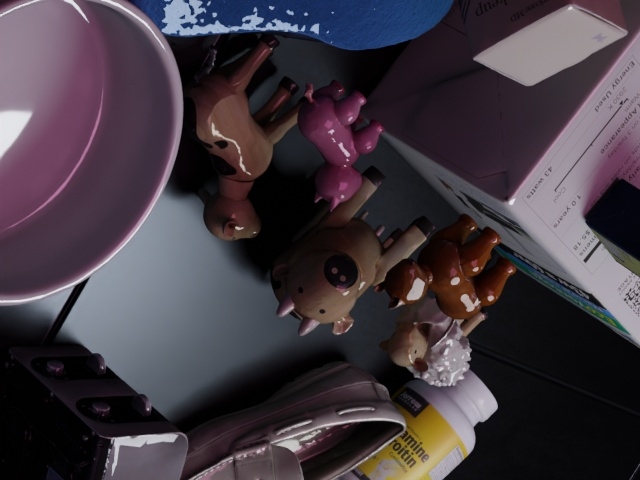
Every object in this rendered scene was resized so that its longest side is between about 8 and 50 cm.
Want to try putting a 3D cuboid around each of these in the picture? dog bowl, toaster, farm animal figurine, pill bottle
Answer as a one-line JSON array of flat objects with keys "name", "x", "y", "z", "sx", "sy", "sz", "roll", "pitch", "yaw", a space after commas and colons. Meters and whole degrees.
[{"name": "dog bowl", "x": -0.243, "y": -0.088, "z": 1.524, "sx": 0.265, "sy": 0.104, "sz": 0.265, "roll": -23, "pitch": 128, "yaw": -33}, {"name": "toaster", "x": -0.218, "y": 0.205, "z": 1.755, "sx": 0.110, "sy": 0.168, "sz": 0.186, "roll": -4, "pitch": 118, "yaw": -41}, {"name": "farm animal figurine", "x": 0.000, "y": 0.000, "z": 1.786, "sx": 0.172, "sy": 0.330, "sz": 0.327, "roll": -45, "pitch": 166, "yaw": -13}, {"name": "pill bottle", "x": 0.100, "y": 0.216, "z": 2.097, "sx": 0.184, "sy": 0.103, "sz": 0.103, "roll": -42, "pitch": 137, "yaw": -13}]

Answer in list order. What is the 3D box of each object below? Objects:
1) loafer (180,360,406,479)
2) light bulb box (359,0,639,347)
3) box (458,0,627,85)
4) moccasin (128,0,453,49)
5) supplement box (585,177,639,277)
[{"name": "loafer", "x": -0.057, "y": 0.227, "z": 1.956, "sx": 0.319, "sy": 0.111, "sz": 0.112, "roll": -30, "pitch": 133, "yaw": -24}, {"name": "light bulb box", "x": 0.294, "y": -0.137, "z": 1.946, "sx": 0.358, "sy": 0.225, "sz": 0.361, "roll": -52, "pitch": 139, "yaw": -3}, {"name": "box", "x": 0.170, "y": -0.284, "z": 1.700, "sx": 0.113, "sy": 0.275, "sz": 0.094, "roll": -29, "pitch": 150, "yaw": 32}, {"name": "moccasin", "x": -0.032, "y": -0.245, "z": 1.663, "sx": 0.342, "sy": 0.117, "sz": 0.138, "roll": 1, "pitch": 119, "yaw": -38}, {"name": "supplement box", "x": 0.306, "y": 0.000, "z": 1.817, "sx": 0.056, "sy": 0.083, "sz": 0.083, "roll": -49, "pitch": 139, "yaw": -2}]
